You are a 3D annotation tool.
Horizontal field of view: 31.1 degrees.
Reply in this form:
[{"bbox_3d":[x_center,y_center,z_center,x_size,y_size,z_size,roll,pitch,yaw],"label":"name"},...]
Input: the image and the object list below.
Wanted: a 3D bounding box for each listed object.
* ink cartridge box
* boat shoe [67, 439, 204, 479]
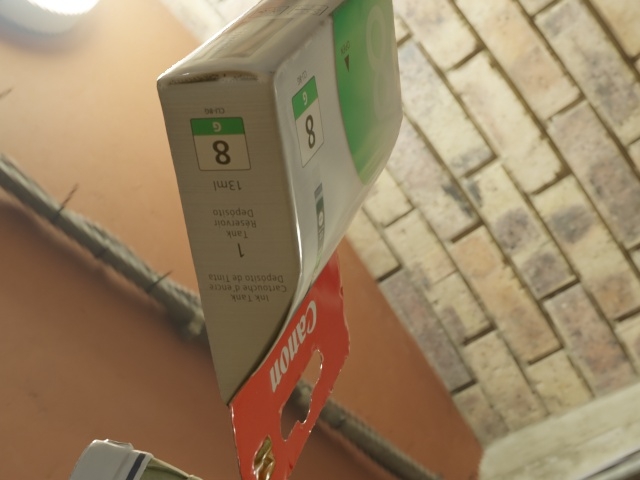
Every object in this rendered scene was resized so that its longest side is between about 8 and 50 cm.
[{"bbox_3d":[0.000,0.000,0.541,0.181,0.056,0.224,-57,-39,-59],"label":"ink cartridge box"},{"bbox_3d":[-0.124,0.234,0.602,0.094,0.109,0.302,12,-134,4],"label":"boat shoe"}]
